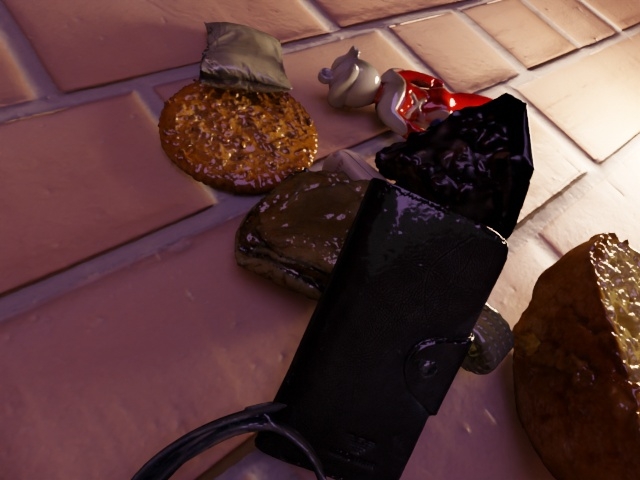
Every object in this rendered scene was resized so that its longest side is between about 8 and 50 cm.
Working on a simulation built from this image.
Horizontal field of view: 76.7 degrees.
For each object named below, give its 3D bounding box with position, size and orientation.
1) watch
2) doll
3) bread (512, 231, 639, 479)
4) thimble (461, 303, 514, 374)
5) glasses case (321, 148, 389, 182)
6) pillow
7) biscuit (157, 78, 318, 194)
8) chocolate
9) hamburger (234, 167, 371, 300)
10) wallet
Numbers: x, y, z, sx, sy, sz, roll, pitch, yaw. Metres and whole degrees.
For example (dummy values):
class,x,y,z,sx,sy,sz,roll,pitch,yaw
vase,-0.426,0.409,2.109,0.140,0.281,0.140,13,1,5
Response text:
class,x,y,z,sx,sy,sz,roll,pitch,yaw
watch,-0.090,0.259,0.360,0.206,0.068,0.192,-11,73,-9
doll,0.180,-0.251,0.755,0.384,0.099,0.188,15,56,-15
bread,0.356,0.173,0.501,0.195,0.179,0.340,16,54,-9
thimble,0.196,0.119,0.537,0.062,0.084,0.110,-35,77,-30
glasses case,0.081,-0.054,0.610,0.204,0.081,0.051,45,54,14
pillow,-0.131,-0.323,0.702,0.148,0.050,0.229,9,44,-20
biscuit,-0.124,-0.178,0.648,0.254,0.035,0.253,8,58,-13
chocolate,0.166,-0.091,0.596,0.177,0.224,0.206,2,75,-1
hamburger,0.000,0.000,0.542,0.206,0.130,0.183,22,53,18
wallet,0.067,0.110,0.433,0.173,0.045,0.317,25,91,-3
